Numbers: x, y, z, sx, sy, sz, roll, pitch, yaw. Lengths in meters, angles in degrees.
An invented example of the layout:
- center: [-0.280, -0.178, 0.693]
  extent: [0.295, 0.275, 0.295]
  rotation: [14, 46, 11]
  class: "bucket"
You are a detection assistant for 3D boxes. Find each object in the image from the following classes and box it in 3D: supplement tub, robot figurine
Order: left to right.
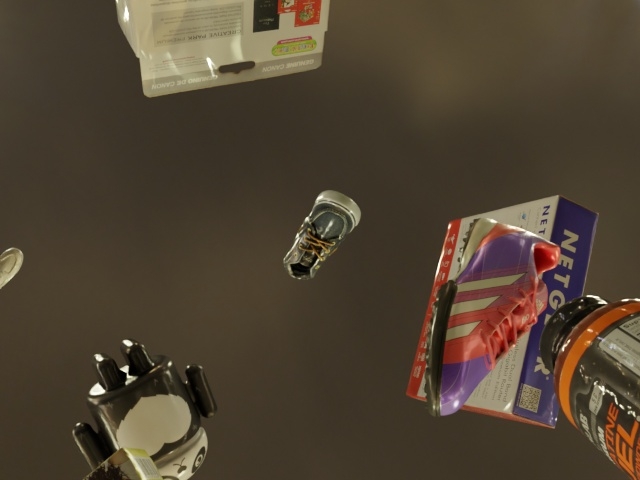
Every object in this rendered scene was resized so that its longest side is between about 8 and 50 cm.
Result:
- center: [-0.319, 0.322, 1.255]
  extent: [0.209, 0.173, 0.278]
  rotation: [-20, -81, 14]
  class: "robot figurine"
- center: [0.219, 0.103, 0.425]
  extent: [0.106, 0.106, 0.198]
  rotation: [-18, -160, -8]
  class: "supplement tub"

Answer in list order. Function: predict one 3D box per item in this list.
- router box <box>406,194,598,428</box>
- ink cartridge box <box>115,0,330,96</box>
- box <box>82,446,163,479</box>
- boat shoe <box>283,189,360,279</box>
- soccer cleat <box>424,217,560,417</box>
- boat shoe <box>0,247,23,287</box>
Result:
- center: [0.287, 0.114, 1.120]
  extent: [0.082, 0.301, 0.336]
  rotation: [21, -105, -18]
  class: "router box"
- center: [-0.146, -0.383, 1.024]
  extent: [0.309, 0.272, 0.130]
  rotation: [-14, -132, -20]
  class: "ink cartridge box"
- center: [-0.267, 0.327, 0.721]
  extent: [0.232, 0.058, 0.087]
  rotation: [-41, -112, -3]
  class: "box"
- center: [0.000, 0.000, 0.941]
  extent: [0.065, 0.183, 0.083]
  rotation: [29, -112, -2]
  class: "boat shoe"
- center: [0.200, 0.080, 0.789]
  extent: [0.116, 0.109, 0.318]
  rotation: [12, -144, 20]
  class: "soccer cleat"
- center: [-0.496, 0.055, 1.046]
  extent: [0.035, 0.035, 0.100]
  rotation: [44, -97, -17]
  class: "boat shoe"
